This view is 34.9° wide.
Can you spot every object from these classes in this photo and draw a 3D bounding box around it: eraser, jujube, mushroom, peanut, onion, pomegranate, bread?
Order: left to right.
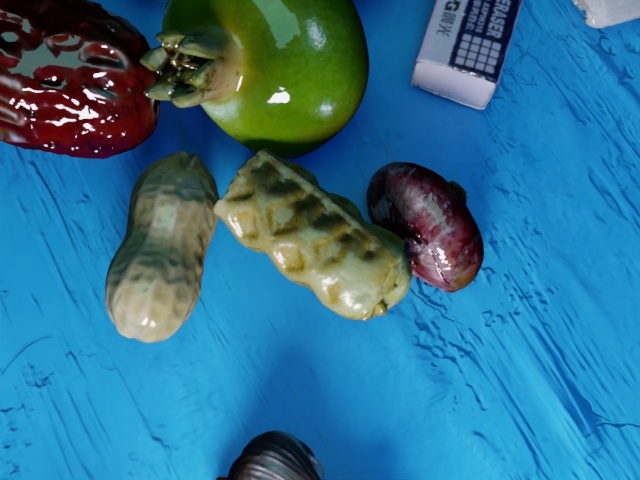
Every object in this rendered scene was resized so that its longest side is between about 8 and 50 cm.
[{"bbox_3d":[-0.402,-0.239,1.376,0.376,0.258,0.258,9,65,0],"label":"jujube"},{"bbox_3d":[-0.206,0.006,1.348,0.130,0.130,0.290,11,59,1],"label":"peanut"},{"bbox_3d":[-0.076,-0.274,1.379,0.310,0.216,0.358,58,34,5],"label":"pomegranate"},{"bbox_3d":[0.000,0.000,1.361,0.267,0.130,0.152,36,51,11],"label":"bread"},{"bbox_3d":[0.156,-0.038,1.411,0.151,0.098,0.206,-42,74,-19],"label":"onion"},{"bbox_3d":[0.238,-0.350,1.567,0.130,0.086,0.287,17,65,3],"label":"eraser"},{"bbox_3d":[0.522,-0.378,1.602,0.278,0.099,0.096,6,71,-5],"label":"mushroom"}]

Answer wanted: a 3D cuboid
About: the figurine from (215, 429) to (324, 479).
[{"bbox_3d":[-0.011,0.336,1.226,0.245,0.110,0.138,36,91,6],"label":"figurine"}]
